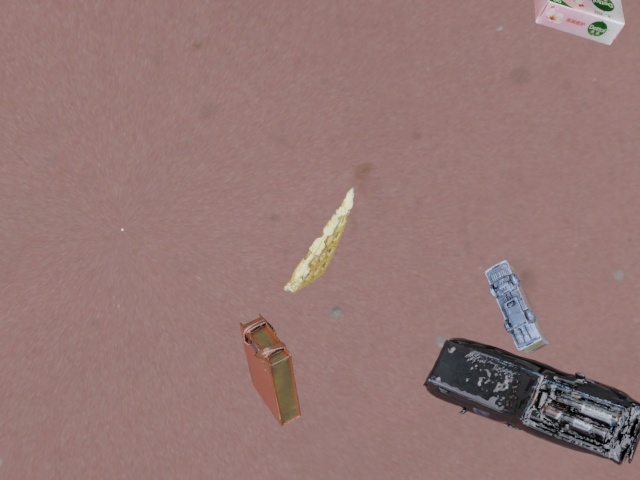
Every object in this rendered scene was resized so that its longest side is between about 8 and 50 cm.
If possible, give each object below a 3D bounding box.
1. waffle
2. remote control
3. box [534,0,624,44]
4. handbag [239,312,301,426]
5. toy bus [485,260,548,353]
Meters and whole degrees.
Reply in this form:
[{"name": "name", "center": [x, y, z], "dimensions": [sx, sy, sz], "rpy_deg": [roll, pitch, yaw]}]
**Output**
[{"name": "waffle", "center": [0.000, 0.000, 1.600], "dimensions": [0.032, 0.125, 0.191], "rpy_deg": [34, 124, 19]}, {"name": "remote control", "center": [0.365, 0.275, 1.550], "dimensions": [0.062, 0.399, 0.144], "rpy_deg": [47, 65, -47]}, {"name": "box", "center": [0.382, -0.349, 1.305], "dimensions": [0.125, 0.043, 0.089], "rpy_deg": [13, 53, -10]}, {"name": "handbag", "center": [-0.093, 0.243, 1.653], "dimensions": [0.063, 0.127, 0.190], "rpy_deg": [-25, 134, -18]}, {"name": "toy bus", "center": [0.403, 0.137, 1.799], "dimensions": [0.064, 0.190, 0.075], "rpy_deg": [-33, 143, 23]}]
